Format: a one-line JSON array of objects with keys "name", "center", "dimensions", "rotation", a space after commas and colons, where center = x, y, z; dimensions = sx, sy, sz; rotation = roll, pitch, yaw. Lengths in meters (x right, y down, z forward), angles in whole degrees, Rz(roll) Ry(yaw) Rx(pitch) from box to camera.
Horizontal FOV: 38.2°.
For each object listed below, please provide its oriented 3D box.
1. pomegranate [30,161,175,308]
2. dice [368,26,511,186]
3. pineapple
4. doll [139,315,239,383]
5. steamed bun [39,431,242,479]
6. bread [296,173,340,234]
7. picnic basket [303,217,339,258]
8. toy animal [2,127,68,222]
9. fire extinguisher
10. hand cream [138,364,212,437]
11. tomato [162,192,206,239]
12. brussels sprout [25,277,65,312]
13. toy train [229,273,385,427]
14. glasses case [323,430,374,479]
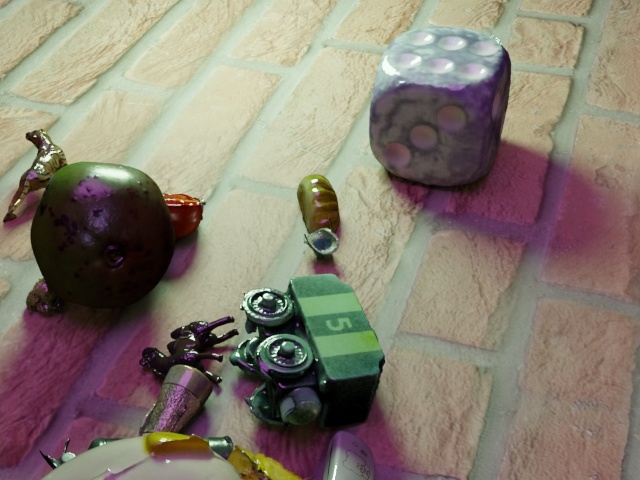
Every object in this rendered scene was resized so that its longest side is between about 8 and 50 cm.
[{"name": "pomegranate", "center": [-0.435, -0.033, 1.773], "dimensions": [0.291, 0.290, 0.323], "rotation": [-26, 50, -25]}, {"name": "dice", "center": [0.270, -0.300, 2.067], "dimensions": [0.270, 0.271, 0.270], "rotation": [12, 43, 16]}, {"name": "pineapple", "center": [-0.048, 0.427, 1.396], "dimensions": [0.250, 0.139, 0.164], "rotation": [37, 11, 17]}, {"name": "doll", "center": [-0.243, 0.200, 1.683], "dimensions": [0.165, 0.057, 0.139], "rotation": [0, 44, 10]}, {"name": "steamed bun", "center": [-0.258, 0.426, 1.218], "dimensions": [0.374, 0.333, 0.334], "rotation": [-32, 49, -32]}, {"name": "bread", "center": [-0.006, -0.090, 1.979], "dimensions": [0.083, 0.094, 0.157], "rotation": [-13, 34, -6]}, {"name": "picnic basket", "center": [0.000, 0.000, 1.879], "dimensions": [0.065, 0.083, 0.083], "rotation": [-28, 44, -19]}, {"name": "toy animal", "center": [-0.626, -0.130, 2.032], "dimensions": [0.114, 0.116, 0.255], "rotation": [3, 42, 8]}, {"name": "fire extinguisher", "center": [-0.282, 0.349, 1.428], "dimensions": [0.295, 0.093, 0.118], "rotation": [3, 30, -16]}, {"name": "hand cream", "center": [-0.259, 0.309, 1.551], "dimensions": [0.084, 0.084, 0.203], "rotation": [14, 52, 18]}, {"name": "tomato", "center": [-0.313, -0.048, 1.947], "dimensions": [0.139, 0.091, 0.159], "rotation": [3, 13, -8]}, {"name": "brussels sprout", "center": [-0.533, 0.107, 1.803], "dimensions": [0.085, 0.058, 0.085], "rotation": [4, 56, -5]}, {"name": "toy train", "center": [-0.025, 0.195, 1.610], "dimensions": [0.238, 0.166, 0.299], "rotation": [-4, 41, -17]}, {"name": "glasses case", "center": [0.045, 0.364, 1.440], "dimensions": [0.074, 0.049, 0.193], "rotation": [32, 19, -6]}]
